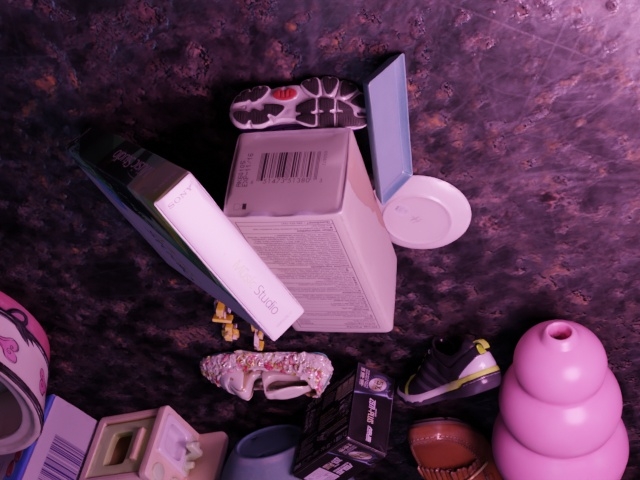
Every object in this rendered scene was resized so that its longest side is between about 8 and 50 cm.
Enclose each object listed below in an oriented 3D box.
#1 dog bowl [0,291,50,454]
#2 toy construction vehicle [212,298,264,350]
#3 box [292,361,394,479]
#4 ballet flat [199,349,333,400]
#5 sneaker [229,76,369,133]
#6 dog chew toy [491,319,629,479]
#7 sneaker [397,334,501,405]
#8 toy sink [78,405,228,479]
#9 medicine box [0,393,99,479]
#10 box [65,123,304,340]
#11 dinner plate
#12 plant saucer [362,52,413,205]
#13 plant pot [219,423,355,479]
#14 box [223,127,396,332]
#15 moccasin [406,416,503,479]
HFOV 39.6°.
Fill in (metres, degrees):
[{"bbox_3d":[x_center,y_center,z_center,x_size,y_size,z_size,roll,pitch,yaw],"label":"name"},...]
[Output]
[{"bbox_3d":[-0.651,0.204,1.521,0.408,0.150,0.408,6,139,5],"label":"dog bowl"},{"bbox_3d":[-0.130,0.138,1.420,0.086,0.035,0.098,8,139,3],"label":"toy construction vehicle"},{"bbox_3d":[0.039,0.316,1.498,0.077,0.147,0.180,27,135,-18],"label":"box"},{"bbox_3d":[-0.098,0.227,1.482,0.241,0.077,0.091,-5,137,18],"label":"ballet flat"},{"bbox_3d":[-0.022,-0.152,1.066,0.170,0.068,0.071,1,162,11],"label":"sneaker"},{"bbox_3d":[0.357,0.252,1.332,0.206,0.207,0.332,-1,129,14],"label":"dog chew toy"},{"bbox_3d":[0.198,0.197,1.398,0.084,0.097,0.234,-14,172,-34],"label":"sneaker"},{"bbox_3d":[-0.316,0.411,1.679,0.234,0.153,0.131,-13,133,26],"label":"toy sink"},{"bbox_3d":[-0.591,0.473,1.721,0.289,0.263,0.149,-23,128,32],"label":"medicine box"},{"bbox_3d":[-0.174,-0.018,1.084,0.322,0.058,0.232,24,156,54],"label":"box"},{"bbox_3d":[0.130,-0.032,1.190,0.141,0.017,0.141,7,137,6],"label":"dinner plate"},{"bbox_3d":[0.080,-0.130,1.059,0.018,0.067,0.192,27,147,29],"label":"plant saucer"},{"bbox_3d":[-0.070,0.451,1.613,0.290,0.290,0.195,-8,103,20],"label":"plant pot"},{"bbox_3d":[0.000,0.000,1.124,0.148,0.121,0.311,-1,150,14],"label":"box"},{"bbox_3d":[0.248,0.443,1.595,0.139,0.147,0.380,-7,136,19],"label":"moccasin"}]
